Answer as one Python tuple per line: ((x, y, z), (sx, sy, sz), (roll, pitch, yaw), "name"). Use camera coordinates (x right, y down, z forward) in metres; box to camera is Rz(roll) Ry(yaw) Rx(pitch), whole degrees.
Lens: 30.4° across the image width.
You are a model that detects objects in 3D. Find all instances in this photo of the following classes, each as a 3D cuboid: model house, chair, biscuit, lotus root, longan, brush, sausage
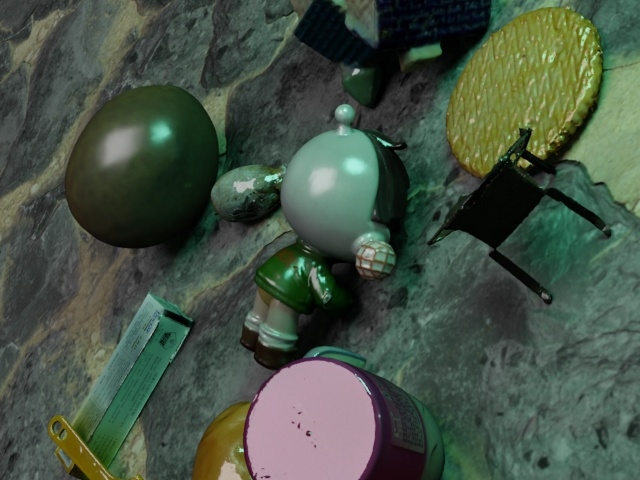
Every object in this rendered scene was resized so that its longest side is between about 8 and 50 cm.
((0.098, -0.361, 1.726), (0.298, 0.243, 0.284), (134, 124, -63), "model house")
((0.208, -0.042, 1.350), (0.174, 0.213, 0.149), (-49, 42, 13), "chair")
((0.264, -0.192, 1.535), (0.254, 0.035, 0.254), (-29, 47, 36), "biscuit")
((-0.110, -0.078, 1.881), (0.165, 0.088, 0.088), (-19, 51, 31), "lotus root")
((-0.303, -0.125, 2.012), (0.300, 0.243, 0.300), (-40, 16, 14), "longan")
((-0.347, 0.363, 1.830), (0.272, 0.013, 0.103), (39, 98, 32), "brush")
((-0.103, 0.320, 1.549), (0.136, 0.120, 0.241), (-16, 52, 26), "sausage")

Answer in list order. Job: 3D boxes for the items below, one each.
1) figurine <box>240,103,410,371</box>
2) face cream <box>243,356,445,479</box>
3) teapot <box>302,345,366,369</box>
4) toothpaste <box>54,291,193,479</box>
((0.000, 0.000, 1.620), (0.370, 0.167, 0.281), (-64, 30, 9), "figurine")
((0.031, 0.234, 1.343), (0.175, 0.195, 0.175), (-9, 71, 27), "face cream")
((0.000, 0.217, 1.504), (0.149, 0.108, 0.111), (-49, 38, 16), "teapot")
((-0.323, 0.240, 1.923), (0.313, 0.071, 0.089), (-60, 33, 1), "toothpaste")
